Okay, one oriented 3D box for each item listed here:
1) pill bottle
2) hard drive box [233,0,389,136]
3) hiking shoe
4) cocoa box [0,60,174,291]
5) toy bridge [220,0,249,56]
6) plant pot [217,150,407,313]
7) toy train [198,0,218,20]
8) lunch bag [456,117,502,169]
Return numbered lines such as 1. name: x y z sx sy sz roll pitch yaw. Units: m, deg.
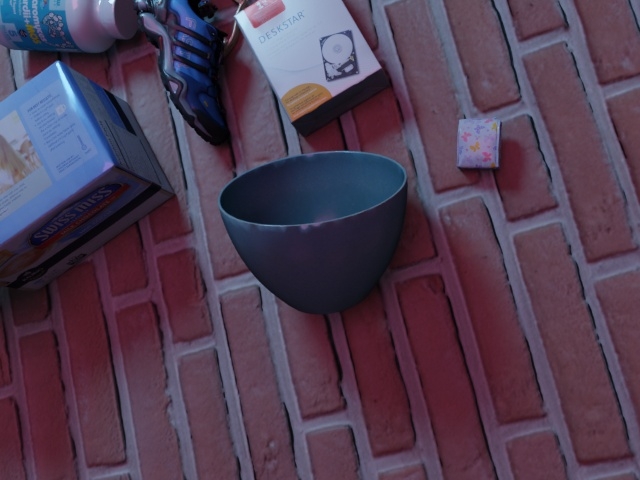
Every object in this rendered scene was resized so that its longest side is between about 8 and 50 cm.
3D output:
1. pill bottle: -0.482 -0.431 1.400 0.264 0.146 0.146 5 83 15
2. hard drive box: -0.016 -0.330 1.295 0.181 0.089 0.232 -31 75 8
3. hiking shoe: -0.218 -0.320 1.311 0.132 0.113 0.304 -24 95 6
4. cocoa box: -0.487 -0.101 1.309 0.347 0.228 0.231 -33 75 8
5. toy bridge: -0.190 -0.377 1.379 0.063 0.026 0.188 39 92 15
6. plant pot: 0.000 0.000 1.169 0.290 0.290 0.195 -2 116 14
7. toy train: -0.259 -0.415 1.390 0.158 0.027 0.036 -13 54 24
8. lunch bag: 0.262 -0.159 1.217 0.071 0.053 0.083 1 92 17
